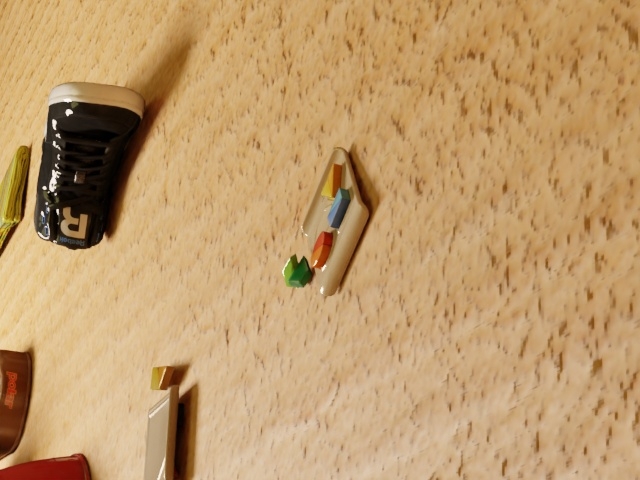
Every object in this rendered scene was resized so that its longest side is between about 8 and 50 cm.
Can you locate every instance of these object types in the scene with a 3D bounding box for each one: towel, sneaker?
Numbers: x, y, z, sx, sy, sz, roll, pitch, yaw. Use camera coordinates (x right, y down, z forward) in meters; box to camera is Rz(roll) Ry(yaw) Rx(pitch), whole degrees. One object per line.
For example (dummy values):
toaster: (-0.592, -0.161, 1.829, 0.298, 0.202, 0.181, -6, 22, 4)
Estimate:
towel: (-0.394, -0.024, 1.798, 0.237, 0.021, 0.102, 135, 146, -58)
sneaker: (-0.195, -0.055, 1.222, 0.217, 0.079, 0.121, 152, 123, -75)

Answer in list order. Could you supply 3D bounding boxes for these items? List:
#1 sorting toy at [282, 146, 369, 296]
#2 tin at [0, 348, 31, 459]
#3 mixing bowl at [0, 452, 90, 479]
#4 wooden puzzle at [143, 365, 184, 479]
sorting toy: (0.000, 0.000, 0.760, 0.062, 0.012, 0.083, -110, 37, -53)
tin: (-0.341, 0.173, 1.537, 0.189, 0.040, 0.106, 145, 136, -62)
mixing bowl: (-0.256, 0.257, 1.184, 0.181, 0.098, 0.181, -169, 90, -70)
wooden puzzle: (-0.103, 0.135, 0.966, 0.078, 0.014, 0.116, 140, 137, -66)
